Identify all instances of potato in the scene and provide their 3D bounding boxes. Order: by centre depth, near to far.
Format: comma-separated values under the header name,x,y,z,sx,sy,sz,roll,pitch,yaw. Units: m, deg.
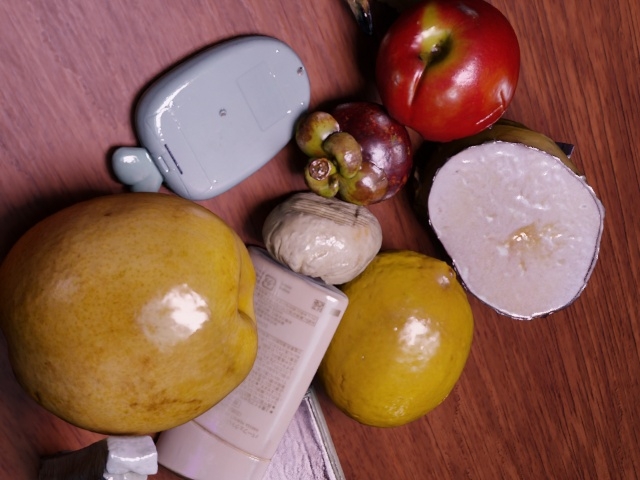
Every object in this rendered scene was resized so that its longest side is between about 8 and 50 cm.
name,x,y,z,sx,sy,sz,roll,pitch,yaw
potato,0.284,-0.048,1.482,0.247,0.196,0.299,-29,108,15

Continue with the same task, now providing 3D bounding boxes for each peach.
name,x,y,z,sx,sy,sz,roll,pitch,yaw
peach,0.175,-0.228,1.337,0.226,0.190,0.196,24,66,-70

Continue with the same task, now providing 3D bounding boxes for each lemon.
name,x,y,z,sx,sy,sz,roll,pitch,yaw
lemon,0.104,0.144,1.446,0.236,0.236,0.263,33,87,-35

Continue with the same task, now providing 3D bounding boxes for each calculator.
name,x,y,z,sx,sy,sz,roll,pitch,yaw
calculator,-0.139,-0.155,1.302,0.295,0.042,0.184,-36,123,-14

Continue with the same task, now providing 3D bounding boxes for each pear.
name,x,y,z,sx,sy,sz,roll,pitch,yaw
pear,-0.227,0.088,1.194,0.314,0.314,0.314,-11,114,-26

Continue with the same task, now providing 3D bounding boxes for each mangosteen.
name,x,y,z,sx,sy,sz,roll,pitch,yaw
mangosteen,0.038,-0.106,1.353,0.181,0.156,0.145,-45,156,-32

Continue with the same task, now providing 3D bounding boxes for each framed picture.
name,x,y,z,sx,sy,sz,roll,pitch,yaw
framed picture,-0.055,0.368,1.496,0.197,0.014,0.252,-18,86,-23

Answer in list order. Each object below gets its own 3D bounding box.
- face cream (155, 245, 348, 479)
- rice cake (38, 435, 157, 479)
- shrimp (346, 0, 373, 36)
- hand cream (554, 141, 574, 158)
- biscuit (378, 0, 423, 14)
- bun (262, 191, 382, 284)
name,x,y,z,sx,sy,sz,roll,pitch,yaw
face cream,-0.103,0.197,1.394,0.348,0.174,0.081,-65,159,7
rice cake,-0.285,0.284,1.230,0.066,0.336,0.062,3,75,-30
shrimp,0.134,-0.359,1.336,0.262,0.051,0.198,10,114,-36
hand cream,0.321,-0.043,1.592,0.058,0.091,0.271,33,94,-9
biscuit,0.111,-0.430,1.341,0.325,0.044,0.217,21,99,-34
bun,0.000,0.000,1.368,0.164,0.188,0.111,18,107,1
